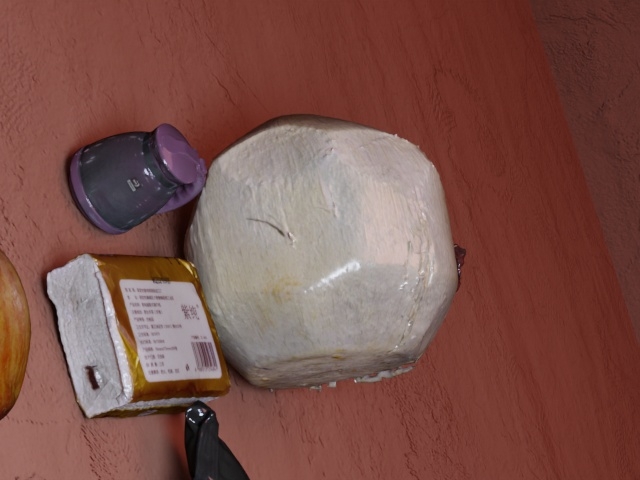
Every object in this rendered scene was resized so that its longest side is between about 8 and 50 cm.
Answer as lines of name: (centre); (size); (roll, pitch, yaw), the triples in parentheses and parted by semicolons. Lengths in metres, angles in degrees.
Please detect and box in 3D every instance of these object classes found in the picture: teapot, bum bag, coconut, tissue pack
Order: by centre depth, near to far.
tissue pack: (-0.207, 0.108, 2.005); (0.226, 0.092, 0.183); (3, 65, -62)
bum bag: (-0.097, 0.336, 2.015); (0.142, 0.080, 0.326); (-88, 155, -65)
teapot: (-0.210, -0.071, 2.095); (0.148, 0.146, 0.116); (50, 28, -30)
coconut: (0.000, 0.000, 2.223); (0.346, 0.346, 0.360); (22, 56, -56)

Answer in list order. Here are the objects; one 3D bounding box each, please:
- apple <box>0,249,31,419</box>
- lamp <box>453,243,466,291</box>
apple: (-0.366, 0.084, 1.568); (0.211, 0.211, 0.187); (9, 82, -62)
lamp: (0.107, 0.016, 2.643); (0.223, 0.215, 0.151); (41, -20, 23)
